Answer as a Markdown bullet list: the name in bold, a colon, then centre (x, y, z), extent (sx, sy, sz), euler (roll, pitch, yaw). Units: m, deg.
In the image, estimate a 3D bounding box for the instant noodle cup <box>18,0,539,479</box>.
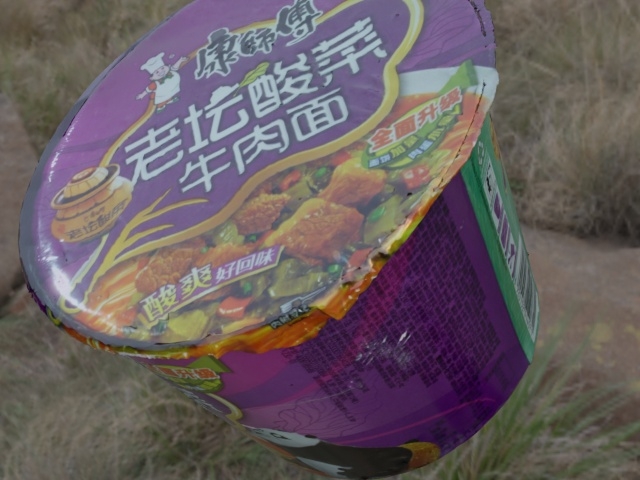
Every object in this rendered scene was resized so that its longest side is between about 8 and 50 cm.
- **instant noodle cup**: centre (0.000, 0.000, 0.509), extent (0.251, 0.190, 0.251), euler (-17, 47, 19)
